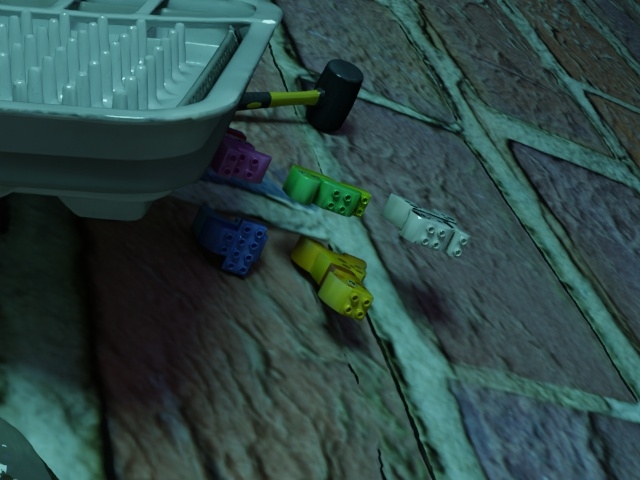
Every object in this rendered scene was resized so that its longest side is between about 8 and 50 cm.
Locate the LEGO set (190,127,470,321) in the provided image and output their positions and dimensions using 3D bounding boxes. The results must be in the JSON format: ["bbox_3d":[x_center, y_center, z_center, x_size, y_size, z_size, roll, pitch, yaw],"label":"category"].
[{"bbox_3d":[0.000,0.000,0.762,0.227,0.087,0.093,19,15,-25],"label":"LEGO set"}]

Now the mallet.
[{"bbox_3d":[-0.037,-0.129,0.959,0.190,0.062,0.039,-3,43,-47],"label":"mallet"}]

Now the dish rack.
[{"bbox_3d":[-0.175,-0.092,0.636,0.286,0.072,0.333,6,21,1],"label":"dish rack"}]

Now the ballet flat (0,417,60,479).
[{"bbox_3d":[-0.112,0.145,0.473,0.250,0.058,0.084,29,50,5],"label":"ballet flat"}]
